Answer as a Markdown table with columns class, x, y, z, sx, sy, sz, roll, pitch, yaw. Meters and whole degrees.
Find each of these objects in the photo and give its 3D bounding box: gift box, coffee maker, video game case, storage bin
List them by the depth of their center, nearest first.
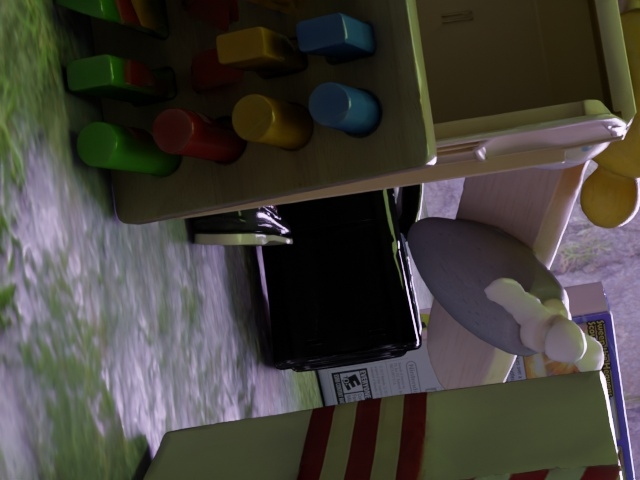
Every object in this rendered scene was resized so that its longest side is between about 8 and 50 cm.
| class | x | y | z | sx | sy | sz | roll | pitch | yaw |
| --- | --- | --- | --- | --- | --- | --- | --- | --- | --- |
| gift box | 0.053 | 0.194 | 0.796 | 0.258 | 0.276 | 0.255 | -67 | 143 | -75 |
| storage bin | 0.018 | -0.161 | 0.987 | 0.123 | 0.260 | 0.262 | 62 | 19 | -80 |
| coffee maker | 0.000 | 0.000 | 1.306 | 0.171 | 0.120 | 0.178 | 5 | 74 | -65 |
| video game case | 0.139 | 0.180 | 1.599 | 0.061 | 0.244 | 0.270 | -85 | 165 | -64 |

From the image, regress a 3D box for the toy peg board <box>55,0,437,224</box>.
| class | x | y | z | sx | sy | sz | roll | pitch | yaw |
| --- | --- | --- | --- | --- | --- | --- | --- | --- | --- |
| toy peg board | -0.045 | -0.100 | 0.855 | 0.079 | 0.160 | 0.161 | 4 | 77 | -67 |

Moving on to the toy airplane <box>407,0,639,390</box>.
| class | x | y | z | sx | sy | sz | roll | pitch | yaw |
| --- | --- | --- | --- | --- | --- | --- | --- | --- | --- |
| toy airplane | 0.164 | -0.117 | 1.168 | 0.272 | 0.384 | 0.386 | -21 | 90 | -56 |

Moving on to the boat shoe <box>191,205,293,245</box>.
| class | x | y | z | sx | sy | sz | roll | pitch | yaw |
| --- | --- | --- | --- | --- | --- | --- | --- | --- | --- |
| boat shoe | -0.045 | -0.016 | 1.136 | 0.133 | 0.049 | 0.042 | 10 | 80 | -78 |
